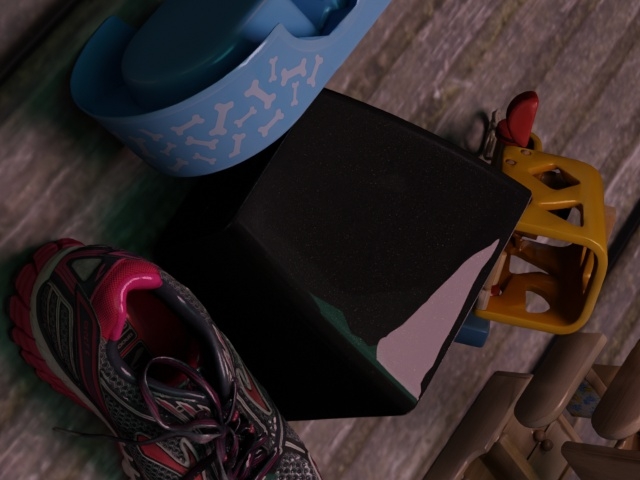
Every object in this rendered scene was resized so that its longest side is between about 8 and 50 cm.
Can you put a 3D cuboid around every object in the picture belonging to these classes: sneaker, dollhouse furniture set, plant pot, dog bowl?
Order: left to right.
[{"bbox_3d":[-0.086,0.123,0.999,0.299,0.112,0.121,49,62,-29],"label":"sneaker"},{"bbox_3d":[-0.040,-0.161,1.011,0.297,0.166,0.074,-54,131,-26],"label":"dog bowl"},{"bbox_3d":[0.000,0.000,1.034,0.167,0.187,0.188,41,66,-19],"label":"plant pot"},{"bbox_3d":[0.207,0.201,1.152,0.212,0.242,0.161,52,61,-26],"label":"dollhouse furniture set"}]

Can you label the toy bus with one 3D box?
[{"bbox_3d":[0.173,-0.016,1.145,0.104,0.191,0.202,13,79,1],"label":"toy bus"}]
